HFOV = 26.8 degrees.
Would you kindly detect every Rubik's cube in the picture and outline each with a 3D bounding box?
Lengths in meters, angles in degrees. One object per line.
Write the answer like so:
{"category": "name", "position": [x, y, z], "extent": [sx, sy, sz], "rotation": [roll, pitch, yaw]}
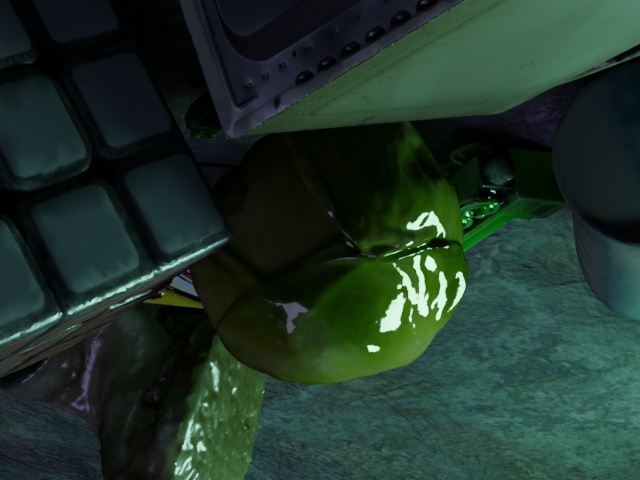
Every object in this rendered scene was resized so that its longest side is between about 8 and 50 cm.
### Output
{"category": "Rubik's cube", "position": [-0.314, -0.036, 1.124], "extent": [0.305, 0.301, 0.304], "rotation": [-28, 177, 42]}

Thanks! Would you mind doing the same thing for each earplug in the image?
{"category": "earplug", "position": [0.323, -0.012, 1.290], "extent": [0.185, 0.185, 0.324], "rotation": [0, 155, 13]}

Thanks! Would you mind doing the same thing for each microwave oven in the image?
{"category": "microwave oven", "position": [0.134, -0.248, 0.767], "extent": [0.333, 0.247, 0.394], "rotation": [-9, 168, -46]}

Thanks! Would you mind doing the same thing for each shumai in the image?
{"category": "shumai", "position": [-0.234, 0.193, 1.689], "extent": [0.289, 0.291, 0.330], "rotation": [7, 172, 14]}

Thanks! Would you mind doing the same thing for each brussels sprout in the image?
{"category": "brussels sprout", "position": [0.002, 0.000, 1.240], "extent": [0.259, 0.227, 0.294], "rotation": [-36, 137, 6]}

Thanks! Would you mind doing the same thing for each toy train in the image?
{"category": "toy train", "position": [0.144, -0.025, 1.387], "extent": [0.119, 0.085, 0.251], "rotation": [4, 158, -26]}

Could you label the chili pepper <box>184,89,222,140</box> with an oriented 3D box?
{"category": "chili pepper", "position": [-0.065, -0.141, 1.249], "extent": [0.088, 0.059, 0.227], "rotation": [18, 151, -26]}

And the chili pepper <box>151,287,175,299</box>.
{"category": "chili pepper", "position": [-0.238, 0.043, 1.435], "extent": [0.178, 0.027, 0.045], "rotation": [0, 145, 13]}

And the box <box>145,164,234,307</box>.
{"category": "box", "position": [-0.116, -0.001, 1.458], "extent": [0.265, 0.097, 0.168], "rotation": [6, 150, 1]}
